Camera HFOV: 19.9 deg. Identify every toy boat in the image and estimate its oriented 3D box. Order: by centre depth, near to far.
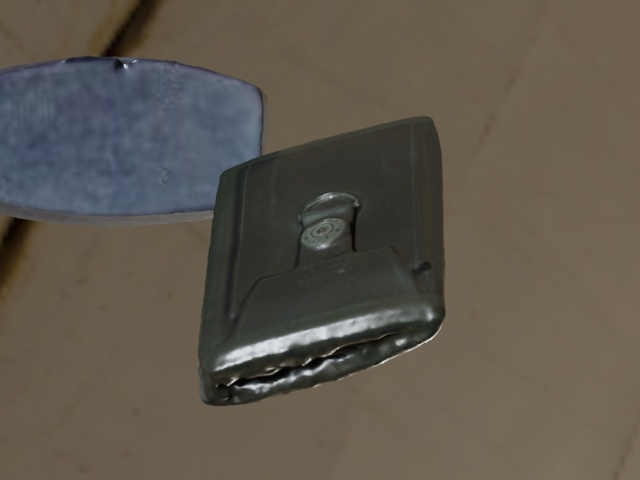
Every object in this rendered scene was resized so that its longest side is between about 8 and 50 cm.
[{"bbox_3d":[-0.174,-0.073,1.349,0.283,0.078,0.127,1,-87,-12],"label":"toy boat"}]

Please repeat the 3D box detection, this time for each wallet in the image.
[{"bbox_3d":[0.000,0.000,1.191,0.245,0.168,0.052,-88,-24,-54],"label":"wallet"}]
